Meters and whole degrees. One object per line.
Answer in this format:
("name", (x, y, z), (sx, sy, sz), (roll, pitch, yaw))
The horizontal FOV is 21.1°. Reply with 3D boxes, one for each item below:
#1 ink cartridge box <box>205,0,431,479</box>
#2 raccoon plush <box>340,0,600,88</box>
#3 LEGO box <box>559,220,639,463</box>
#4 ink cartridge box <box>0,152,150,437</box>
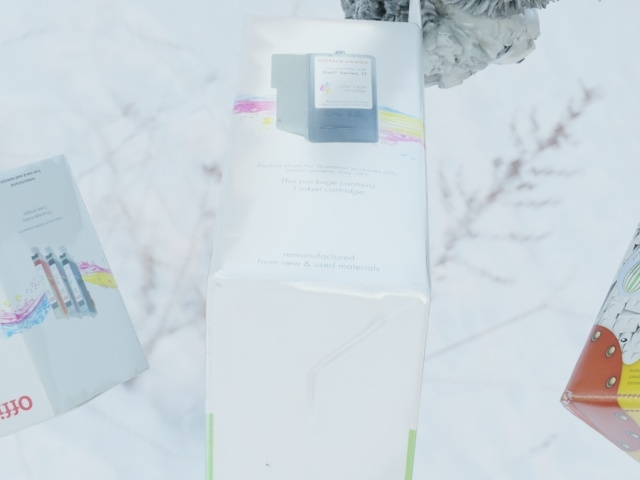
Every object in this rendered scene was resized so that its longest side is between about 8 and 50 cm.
("ink cartridge box", (0.000, 0.000, 1.050), (0.353, 0.119, 0.207), (-86, 180, -55))
("raccoon plush", (0.057, -0.303, 1.284), (0.446, 0.299, 0.216), (52, 31, -21))
("LEGO box", (0.421, -0.019, 0.976), (0.193, 0.500, 0.372), (36, 69, -22))
("ink cartridge box", (-0.231, 0.047, 1.232), (0.127, 0.128, 0.176), (-24, 93, -60))
